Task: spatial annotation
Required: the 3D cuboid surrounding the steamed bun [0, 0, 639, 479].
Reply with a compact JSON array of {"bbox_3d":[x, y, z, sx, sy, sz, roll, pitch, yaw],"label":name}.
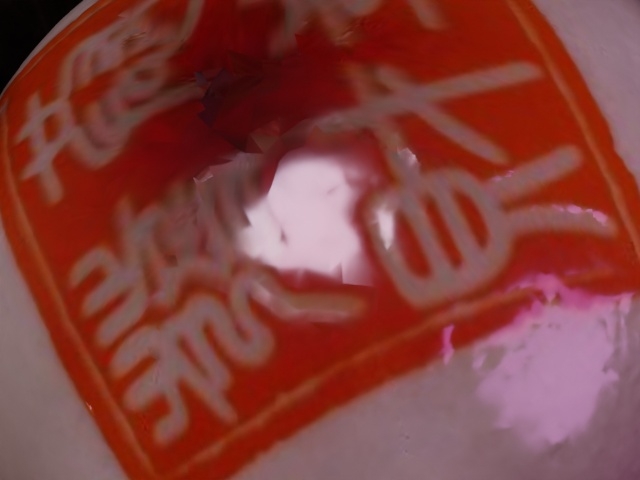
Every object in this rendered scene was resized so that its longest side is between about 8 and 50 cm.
[{"bbox_3d":[0.000,0.000,0.733,0.374,0.374,0.241,-57,150,-23],"label":"steamed bun"}]
